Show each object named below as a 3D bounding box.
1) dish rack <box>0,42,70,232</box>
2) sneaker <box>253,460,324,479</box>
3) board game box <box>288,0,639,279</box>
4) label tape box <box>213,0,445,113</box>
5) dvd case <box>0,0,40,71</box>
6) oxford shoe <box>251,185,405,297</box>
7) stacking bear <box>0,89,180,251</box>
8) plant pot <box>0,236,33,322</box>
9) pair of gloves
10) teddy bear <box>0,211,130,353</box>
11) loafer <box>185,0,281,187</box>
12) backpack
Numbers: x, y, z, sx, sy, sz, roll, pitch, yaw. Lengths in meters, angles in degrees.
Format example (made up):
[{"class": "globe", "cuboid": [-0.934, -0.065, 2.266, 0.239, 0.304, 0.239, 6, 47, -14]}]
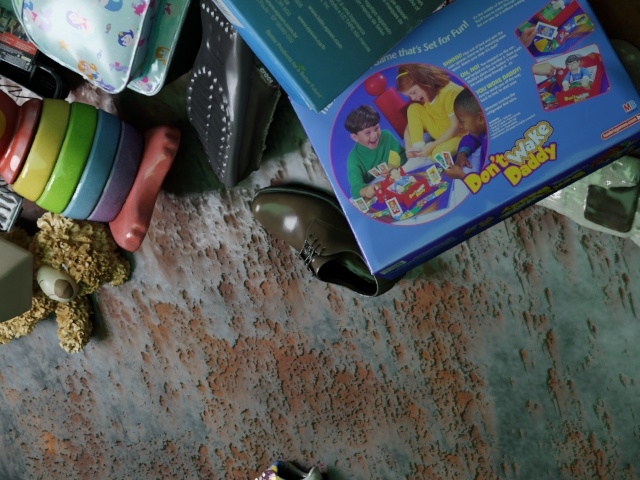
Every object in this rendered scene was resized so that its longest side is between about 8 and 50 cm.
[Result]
[{"class": "dish rack", "cuboid": [-0.480, -0.152, 1.901, 0.208, 0.074, 0.271, 28, 103, 13]}, {"class": "sneaker", "cuboid": [-0.077, 0.367, 2.020, 0.185, 0.069, 0.084, -3, 105, 21]}, {"class": "board game box", "cuboid": [0.168, -0.139, 1.507, 0.347, 0.078, 0.233, -28, 75, 15]}, {"class": "label tape box", "cuboid": [0.035, -0.339, 1.454, 0.333, 0.106, 0.240, -41, 112, -3]}, {"class": "dvd case", "cuboid": [-0.406, -0.299, 1.829, 0.087, 0.013, 0.119, 23, 92, 12]}, {"class": "oxford shoe", "cuboid": [0.000, 0.000, 1.770, 0.227, 0.096, 0.083, 28, 126, 13]}, {"class": "stacking bear", "cuboid": [-0.357, -0.118, 1.776, 0.289, 0.164, 0.175, 20, 90, -19]}, {"class": "plant pot", "cuboid": [-0.480, 0.062, 1.905, 0.109, 0.096, 0.109, 26, 131, 17]}, {"class": "pair of gloves", "cuboid": [0.334, -0.118, 1.576, 0.204, 0.042, 0.240, 22, 122, 15]}, {"class": "teddy bear", "cuboid": [-0.447, 0.069, 2.018, 0.338, 0.113, 0.245, -2, 116, 27]}, {"class": "loafer", "cuboid": [-0.078, -0.212, 1.675, 0.134, 0.130, 0.366, 58, 151, 32]}, {"class": "backpack", "cuboid": [-0.269, -0.319, 1.692, 0.253, 0.191, 0.225, 34, 126, 13]}]
